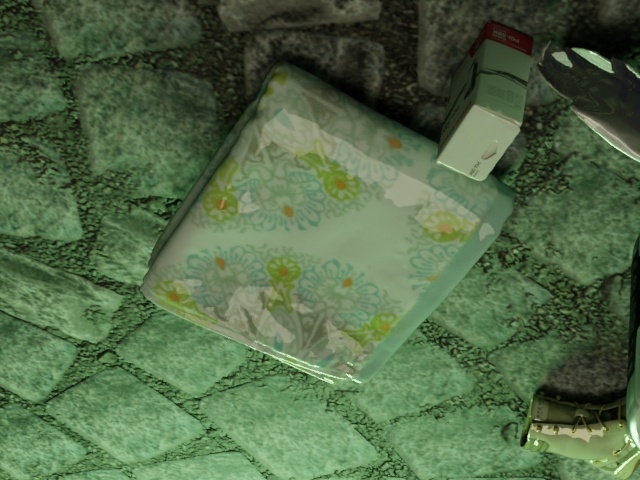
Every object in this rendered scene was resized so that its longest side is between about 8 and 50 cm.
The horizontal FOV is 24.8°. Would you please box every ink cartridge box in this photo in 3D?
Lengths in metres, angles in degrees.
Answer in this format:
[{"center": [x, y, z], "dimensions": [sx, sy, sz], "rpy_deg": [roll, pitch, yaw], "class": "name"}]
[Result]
[{"center": [0.171, -0.145, 1.514], "dimensions": [0.056, 0.135, 0.099], "rpy_deg": [22, 138, -9], "class": "ink cartridge box"}]

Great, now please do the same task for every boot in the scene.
[{"center": [0.363, 0.236, 1.938], "dimensions": [0.165, 0.077, 0.213], "rpy_deg": [15, 142, 0], "class": "boot"}]

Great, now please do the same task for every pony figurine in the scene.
[{"center": [0.396, -0.122, 1.377], "dimensions": [0.351, 0.303, 0.363], "rpy_deg": [44, 109, 4], "class": "pony figurine"}]

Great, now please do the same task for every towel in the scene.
[{"center": [0.000, 0.000, 1.720], "dimensions": [0.321, 0.090, 0.374], "rpy_deg": [26, 126, -17], "class": "towel"}]

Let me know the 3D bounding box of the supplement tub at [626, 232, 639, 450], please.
[{"center": [0.430, 0.083, 1.566], "dimensions": [0.194, 0.316, 0.193], "rpy_deg": [7, 138, 6], "class": "supplement tub"}]
